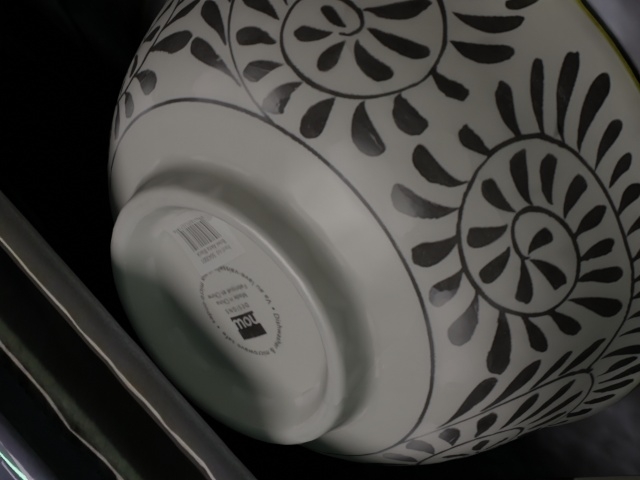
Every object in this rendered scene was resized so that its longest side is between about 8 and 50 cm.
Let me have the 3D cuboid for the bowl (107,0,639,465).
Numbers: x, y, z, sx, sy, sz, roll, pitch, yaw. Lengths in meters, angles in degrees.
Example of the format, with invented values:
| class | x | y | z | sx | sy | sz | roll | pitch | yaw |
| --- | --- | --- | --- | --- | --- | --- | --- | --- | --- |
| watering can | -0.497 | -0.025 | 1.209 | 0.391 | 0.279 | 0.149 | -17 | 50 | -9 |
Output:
| class | x | y | z | sx | sy | sz | roll | pitch | yaw |
| --- | --- | --- | --- | --- | --- | --- | --- | --- | --- |
| bowl | 0.000 | 0.000 | 0.432 | 0.170 | 0.080 | 0.170 | 25 | 136 | 27 |

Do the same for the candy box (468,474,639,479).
| class | x | y | z | sx | sy | sz | roll | pitch | yaw |
| --- | --- | --- | --- | --- | --- | --- | --- | --- | --- |
| candy box | 0.134 | 0.123 | 0.332 | 0.233 | 0.071 | 0.159 | -3 | 122 | 15 |

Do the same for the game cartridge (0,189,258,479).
| class | x | y | z | sx | sy | sz | roll | pitch | yaw |
| --- | --- | --- | --- | --- | --- | --- | --- | --- | --- |
| game cartridge | -0.106 | 0.033 | 0.516 | 0.355 | 0.068 | 0.230 | 48 | 163 | 3 |
